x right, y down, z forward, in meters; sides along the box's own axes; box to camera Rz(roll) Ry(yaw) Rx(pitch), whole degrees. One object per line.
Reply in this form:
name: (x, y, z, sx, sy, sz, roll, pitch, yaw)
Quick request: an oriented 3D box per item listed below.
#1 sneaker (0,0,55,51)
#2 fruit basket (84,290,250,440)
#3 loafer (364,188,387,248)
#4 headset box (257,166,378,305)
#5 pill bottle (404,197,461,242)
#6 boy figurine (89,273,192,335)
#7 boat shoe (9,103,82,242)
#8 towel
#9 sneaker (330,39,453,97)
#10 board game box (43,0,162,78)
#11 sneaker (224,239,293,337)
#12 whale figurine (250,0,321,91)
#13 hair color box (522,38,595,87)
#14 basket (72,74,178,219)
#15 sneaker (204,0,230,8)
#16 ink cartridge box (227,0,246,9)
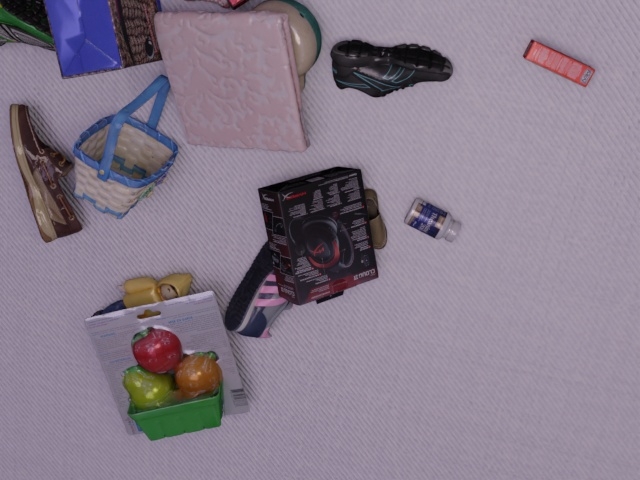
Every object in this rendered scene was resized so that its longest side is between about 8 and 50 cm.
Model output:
sneaker: (-0.717, -0.509, 1.882, 0.344, 0.134, 0.146, 21, 134, 0)
fruit basket: (-0.373, 0.306, 2.014, 0.327, 0.165, 0.353, -13, 106, 3)
loafer: (0.119, -0.046, 1.894, 0.056, 0.050, 0.148, -13, 104, 14)
headset box: (0.000, 0.000, 1.842, 0.218, 0.110, 0.293, -19, 107, -26)
pill bottle: (0.258, -0.043, 1.860, 0.120, 0.067, 0.067, 27, 109, 1)
boy figurine: (-0.434, 0.173, 2.042, 0.285, 0.092, 0.177, -27, 98, 20)
boat shoe: (-0.664, -0.171, 1.978, 0.123, 0.123, 0.341, -16, 99, -16)
towel: (-0.189, -0.346, 1.768, 0.332, 0.053, 0.317, 8, 127, 28)
sneaker: (0.154, -0.371, 1.780, 0.267, 0.101, 0.106, 8, 130, 7)
board game box: (-0.453, -0.483, 1.736, 0.141, 0.291, 0.232, -6, 106, 11)
sneaker: (-0.101, 0.098, 1.967, 0.131, 0.112, 0.319, 27, 104, -36)
whale figurine: (-0.107, -0.416, 1.797, 0.216, 0.141, 0.272, 44, 133, -4)
hair color box: (0.501, -0.374, 1.713, 0.141, 0.072, 0.043, 26, 110, 1)
basket: (-0.432, -0.216, 1.843, 0.201, 0.254, 0.289, 26, 128, 3)
sneaker: (-0.240, -0.542, 1.807, 0.134, 0.051, 0.070, -18, 98, 11)
ink cartridge box: (-0.148, -0.597, 1.740, 0.175, 0.072, 0.127, -32, 99, 0)
